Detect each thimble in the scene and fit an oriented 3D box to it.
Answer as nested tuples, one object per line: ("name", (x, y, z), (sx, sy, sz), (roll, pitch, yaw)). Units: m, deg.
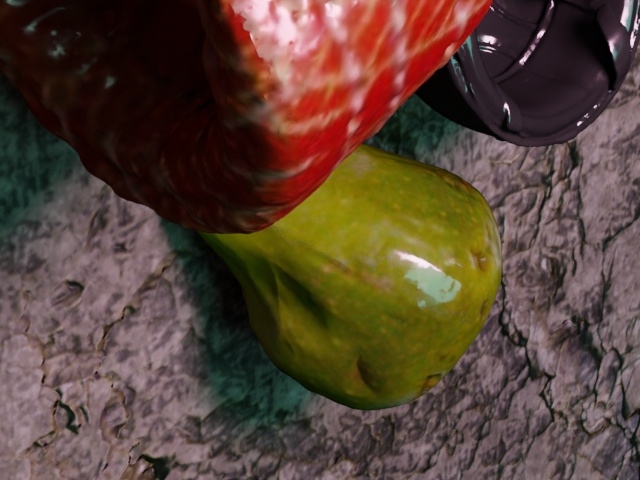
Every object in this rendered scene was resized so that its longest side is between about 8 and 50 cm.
("thimble", (-0.073, -0.189, 1.114), (0.230, 0.350, 0.350), (-45, 133, -23))

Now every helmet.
("helmet", (0.130, -0.212, 1.439), (0.230, 0.160, 0.279), (-23, 110, -36))

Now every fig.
("fig", (0.000, 0.000, 1.403), (0.275, 0.206, 0.206), (33, 81, -24))
